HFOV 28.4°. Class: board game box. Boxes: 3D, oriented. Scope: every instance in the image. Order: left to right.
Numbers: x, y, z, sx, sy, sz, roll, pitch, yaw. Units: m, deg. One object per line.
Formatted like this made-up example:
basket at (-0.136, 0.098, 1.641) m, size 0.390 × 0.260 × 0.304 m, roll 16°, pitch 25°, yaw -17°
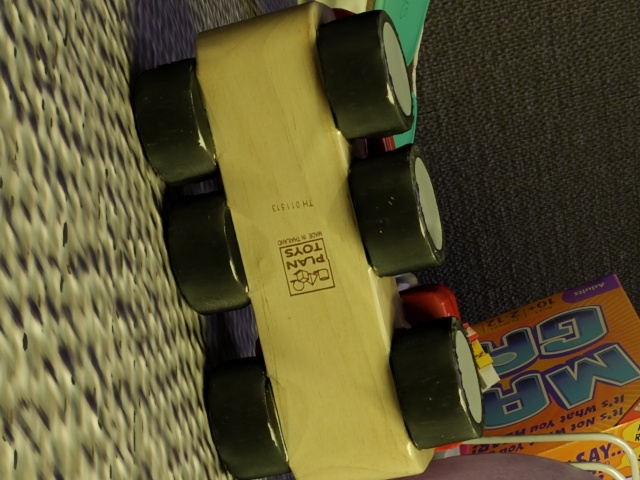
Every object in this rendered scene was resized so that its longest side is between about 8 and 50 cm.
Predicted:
board game box at (0.305, 0.321, 1.632) m, size 0.356 × 0.356 × 0.356 m, roll -91°, pitch 159°, yaw -68°

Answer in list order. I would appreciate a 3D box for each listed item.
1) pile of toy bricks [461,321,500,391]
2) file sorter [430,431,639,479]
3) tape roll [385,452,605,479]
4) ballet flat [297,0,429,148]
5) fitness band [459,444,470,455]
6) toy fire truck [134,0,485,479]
pile of toy bricks at (0.097, 0.143, 1.335) m, size 0.105 × 0.118 × 0.212 m, roll 61°, pitch -18°, yaw 13°
file sorter at (0.160, 0.283, 0.980) m, size 0.277 × 0.173 × 0.193 m, roll -44°, pitch 128°, yaw -69°
tape roll at (0.076, 0.194, 0.594) m, size 0.189 × 0.189 × 0.080 m, roll -96°, pitch 172°, yaw -57°
ballet flat at (0.029, -0.167, 1.277) m, size 0.139 × 0.139 × 0.400 m, roll -98°, pitch -168°, yaw -50°
fitness band at (0.117, 0.310, 1.266) m, size 0.291 × 0.054 × 0.209 m, roll -50°, pitch 143°, yaw -75°
toy fire truck at (0.000, 0.000, 0.670) m, size 0.246 × 0.158 × 0.217 m, roll -22°, pitch 98°, yaw -75°
